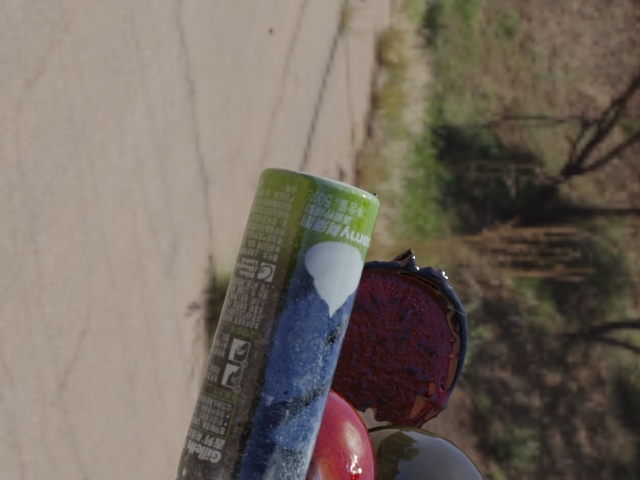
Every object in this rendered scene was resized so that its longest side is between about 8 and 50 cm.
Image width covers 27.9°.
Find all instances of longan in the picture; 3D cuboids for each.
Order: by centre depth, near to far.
[{"bbox_3d":[0.075,0.353,1.443,0.300,0.243,0.300,7,90,-74],"label":"longan"}]

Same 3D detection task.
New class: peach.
[{"bbox_3d":[-0.018,0.186,1.109,0.118,0.151,0.151,139,-43,-66],"label":"peach"}]

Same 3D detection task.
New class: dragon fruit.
[{"bbox_3d":[0.091,0.130,1.928,0.344,0.282,0.100,34,24,-29],"label":"dragon fruit"}]

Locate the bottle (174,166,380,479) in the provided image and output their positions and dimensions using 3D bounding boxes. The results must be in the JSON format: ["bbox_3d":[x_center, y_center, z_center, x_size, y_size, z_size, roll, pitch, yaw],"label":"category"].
[{"bbox_3d":[-0.043,0.116,0.930,0.093,0.093,0.330,34,71,-79],"label":"bottle"}]

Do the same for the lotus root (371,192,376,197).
[{"bbox_3d":[0.000,0.000,1.946,0.125,0.221,0.118,53,2,23],"label":"lotus root"}]
